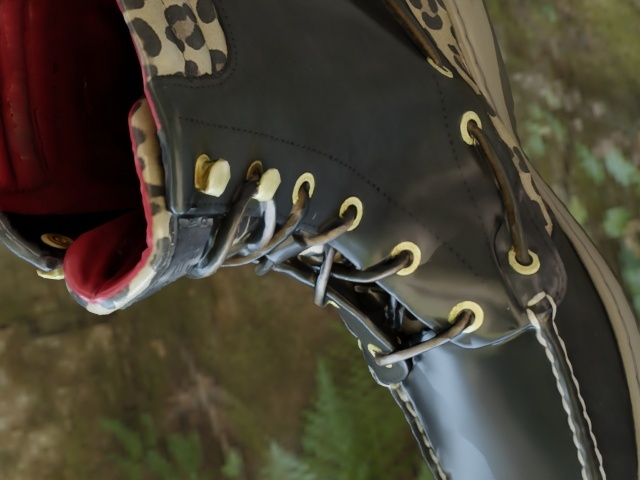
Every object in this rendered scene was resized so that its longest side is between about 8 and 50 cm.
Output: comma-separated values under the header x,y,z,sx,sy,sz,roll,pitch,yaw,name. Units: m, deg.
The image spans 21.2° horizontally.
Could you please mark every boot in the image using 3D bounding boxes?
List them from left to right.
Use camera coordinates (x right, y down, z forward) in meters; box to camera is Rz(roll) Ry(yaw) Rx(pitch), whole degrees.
x,y,z,sx,sy,sz,roll,pitch,yaw,name
0.000,0.000,0.770,0.138,0.378,0.284,-24,168,36,boot
